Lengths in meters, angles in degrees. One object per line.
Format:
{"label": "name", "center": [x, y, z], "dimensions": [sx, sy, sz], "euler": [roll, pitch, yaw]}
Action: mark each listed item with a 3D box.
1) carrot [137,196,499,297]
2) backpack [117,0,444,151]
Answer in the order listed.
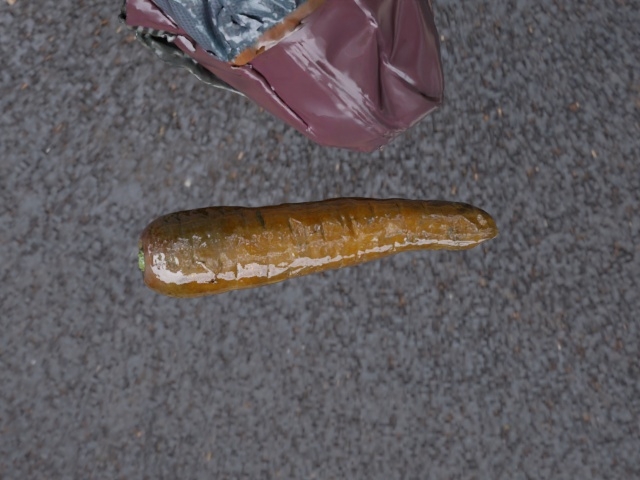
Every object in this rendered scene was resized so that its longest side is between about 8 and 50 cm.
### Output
{"label": "carrot", "center": [0.000, 0.000, 0.550], "dimensions": [0.191, 0.047, 0.047], "euler": [-6, 117, -13]}
{"label": "backpack", "center": [-0.028, -0.211, 0.865], "dimensions": [0.197, 0.283, 0.317], "euler": [-32, 130, 23]}
